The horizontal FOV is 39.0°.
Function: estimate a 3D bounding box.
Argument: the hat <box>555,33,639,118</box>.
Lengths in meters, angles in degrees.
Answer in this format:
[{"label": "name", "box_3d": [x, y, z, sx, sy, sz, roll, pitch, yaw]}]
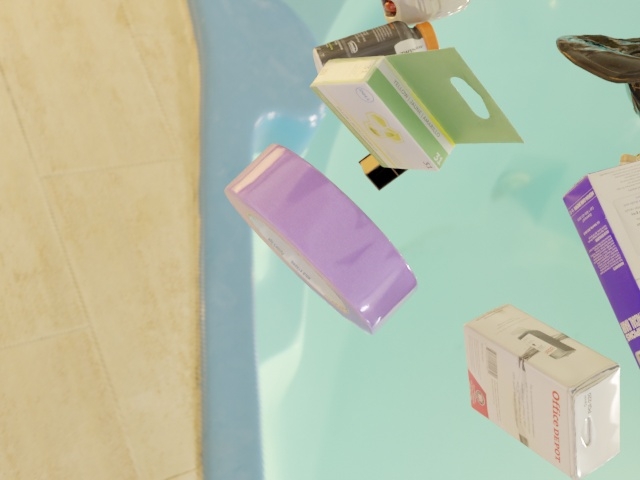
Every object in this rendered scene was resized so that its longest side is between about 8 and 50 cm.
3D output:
[{"label": "hat", "box_3d": [0.399, -0.135, 0.921, 0.331, 0.331, 0.134, -20, 117, -38]}]

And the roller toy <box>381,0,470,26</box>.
[{"label": "roller toy", "box_3d": [0.214, -0.547, 1.915, 0.209, 0.191, 0.146, -46, 126, -51]}]

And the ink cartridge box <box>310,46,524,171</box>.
[{"label": "ink cartridge box", "box_3d": [0.117, -0.160, 1.137, 0.171, 0.235, 0.056, 45, 72, -31]}]

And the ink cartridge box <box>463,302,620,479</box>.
[{"label": "ink cartridge box", "box_3d": [0.308, 0.206, 1.263, 0.092, 0.218, 0.158, -22, 120, -23]}]

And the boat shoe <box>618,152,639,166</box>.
[{"label": "boat shoe", "box_3d": [0.629, -0.144, 1.737, 0.170, 0.063, 0.059, -6, 99, -44]}]

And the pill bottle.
[{"label": "pill bottle", "box_3d": [0.118, -0.369, 1.843, 0.246, 0.130, 0.130, -19, 73, 0]}]

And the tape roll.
[{"label": "tape roll", "box_3d": [0.000, 0.000, 1.192, 0.275, 0.275, 0.090, 44, 82, -5]}]

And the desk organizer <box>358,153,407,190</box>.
[{"label": "desk organizer", "box_3d": [0.134, -0.147, 1.543, 0.047, 0.130, 0.050, 46, 15, -30]}]

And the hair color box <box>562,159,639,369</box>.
[{"label": "hair color box", "box_3d": [0.553, 0.040, 1.461, 0.185, 0.110, 0.339, -15, 72, -16]}]
